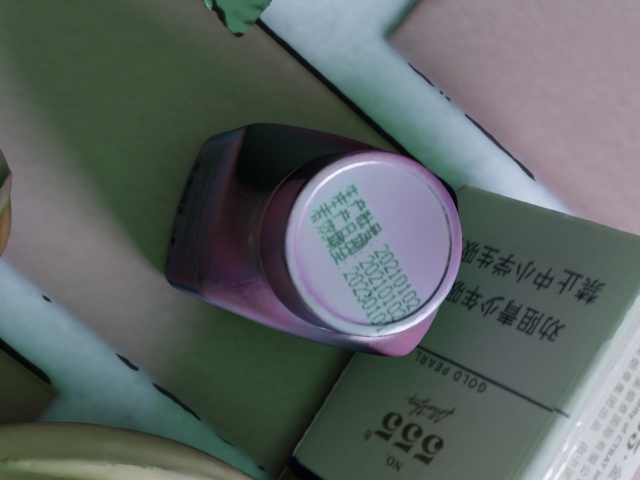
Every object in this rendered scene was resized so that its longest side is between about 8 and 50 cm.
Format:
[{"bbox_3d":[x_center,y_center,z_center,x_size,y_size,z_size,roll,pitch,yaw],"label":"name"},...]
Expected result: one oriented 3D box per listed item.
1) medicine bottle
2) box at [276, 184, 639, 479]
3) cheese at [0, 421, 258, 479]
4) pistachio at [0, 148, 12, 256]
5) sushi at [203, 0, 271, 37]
[{"bbox_3d":[0.000,0.000,0.653,0.119,0.188,0.094,17,87,-14],"label":"medicine bottle"},{"bbox_3d":[0.072,0.107,0.684,0.071,0.168,0.259,36,83,-35],"label":"box"},{"bbox_3d":[-0.123,0.207,0.618,0.233,0.127,0.266,5,117,-21],"label":"cheese"},{"bbox_3d":[-0.239,0.011,0.623,0.210,0.130,0.165,-30,78,4],"label":"pistachio"},{"bbox_3d":[-0.062,-0.302,0.703,0.290,0.050,0.264,41,81,-13],"label":"sushi"}]
